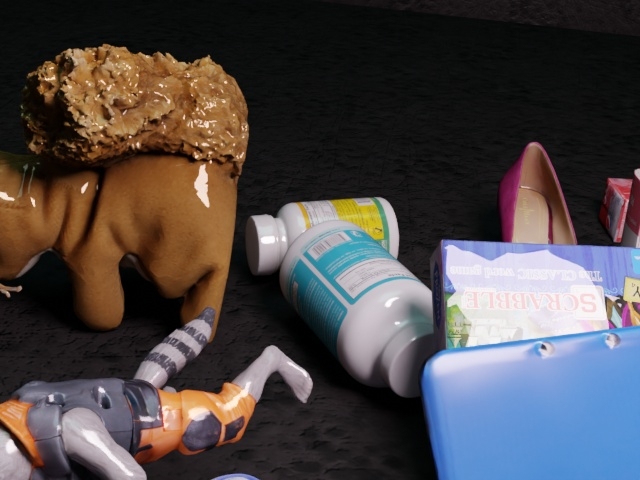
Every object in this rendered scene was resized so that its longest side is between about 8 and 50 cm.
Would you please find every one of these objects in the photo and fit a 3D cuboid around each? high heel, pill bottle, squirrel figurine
[{"bbox_3d":[0.323,0.004,1.444,0.127,0.181,0.377,1,28,-8],"label":"high heel"},{"bbox_3d":[0.062,0.090,1.275,0.146,0.146,0.264,-9,31,-25],"label":"pill bottle"},{"bbox_3d":[0.000,0.000,1.467,0.208,0.118,0.118,-4,29,-18],"label":"pill bottle"},{"bbox_3d":[-0.293,-0.085,1.281,0.370,0.397,0.281,9,31,-11],"label":"squirrel figurine"}]

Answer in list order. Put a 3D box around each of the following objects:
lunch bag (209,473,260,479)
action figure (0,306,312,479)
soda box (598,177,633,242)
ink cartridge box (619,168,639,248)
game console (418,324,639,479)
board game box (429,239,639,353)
[{"bbox_3d":[-0.103,0.324,0.835,0.243,0.115,0.303,21,30,39],"label":"lunch bag"},{"bbox_3d":[-0.222,0.177,0.931,0.341,0.179,0.330,-9,1,38],"label":"action figure"},{"bbox_3d":[0.619,-0.047,1.700,0.263,0.084,0.092,3,28,-5],"label":"soda box"},{"bbox_3d":[0.468,0.070,1.225,0.207,0.283,0.117,8,16,5],"label":"ink cartridge box"},{"bbox_3d":[0.217,0.227,0.888,0.293,0.250,0.173,-4,46,-18],"label":"game console"},{"bbox_3d":[0.282,0.161,1.059,0.318,0.066,0.318,1,69,-6],"label":"board game box"}]
